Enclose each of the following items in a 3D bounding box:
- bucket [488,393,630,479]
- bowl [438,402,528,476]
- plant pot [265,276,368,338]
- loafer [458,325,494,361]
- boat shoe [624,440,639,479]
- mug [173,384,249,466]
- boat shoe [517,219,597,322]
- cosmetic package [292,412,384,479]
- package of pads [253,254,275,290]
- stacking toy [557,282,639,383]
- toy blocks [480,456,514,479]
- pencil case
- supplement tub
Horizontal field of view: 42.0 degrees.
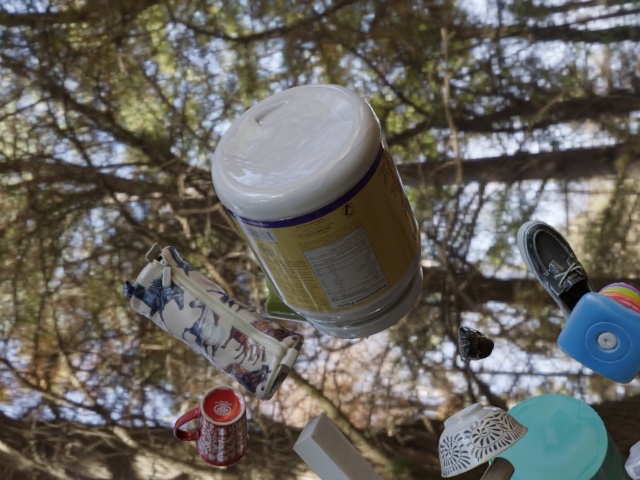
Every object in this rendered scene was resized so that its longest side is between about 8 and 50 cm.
[{"bbox_3d":[0.495,0.470,1.753,0.183,0.281,0.281,61,-137,-37],"label":"bucket"},{"bbox_3d":[0.267,0.334,1.452,0.170,0.170,0.080,-17,-104,-55],"label":"bowl"},{"bbox_3d":[-0.005,0.102,2.056,0.276,0.254,0.276,-178,90,-90],"label":"plant pot"},{"bbox_3d":[0.279,0.184,1.491,0.170,0.061,0.062,48,-142,-77],"label":"loafer"},{"bbox_3d":[0.476,0.305,1.140,0.076,0.080,0.228,58,-159,15],"label":"boat shoe"},{"bbox_3d":[-0.217,0.385,1.715,0.150,0.113,0.169,-20,-33,-22],"label":"mug"},{"bbox_3d":[0.610,0.093,2.049,0.335,0.121,0.119,55,176,-5],"label":"boat shoe"},{"bbox_3d":[0.050,0.488,1.765,0.239,0.060,0.099,49,-156,-4],"label":"cosmetic package"},{"bbox_3d":[0.000,0.000,1.853,0.296,0.101,0.229,-47,-29,-13],"label":"package of pads"},{"bbox_3d":[0.647,0.158,1.812,0.302,0.175,0.165,-34,-30,-57],"label":"stacking toy"},{"bbox_3d":[0.349,0.590,1.394,0.260,0.289,0.308,-43,-39,-40],"label":"toy blocks"},{"bbox_3d":[-0.222,0.176,1.792,0.160,0.410,0.183,-51,-16,-22],"label":"pencil case"},{"bbox_3d":[0.011,-0.032,1.212,0.241,0.241,0.331,-66,-34,-33],"label":"supplement tub"}]
